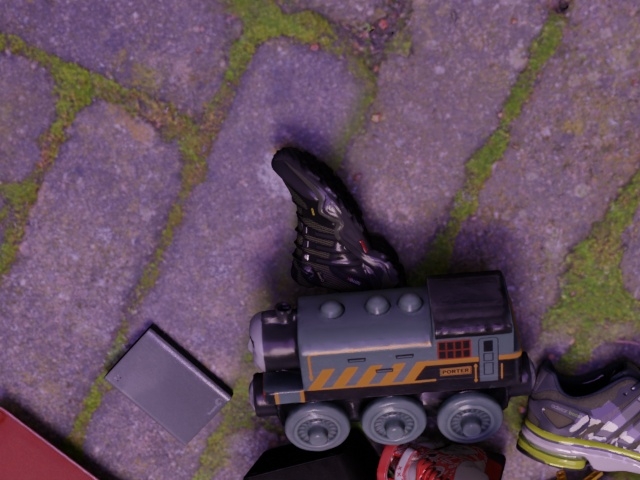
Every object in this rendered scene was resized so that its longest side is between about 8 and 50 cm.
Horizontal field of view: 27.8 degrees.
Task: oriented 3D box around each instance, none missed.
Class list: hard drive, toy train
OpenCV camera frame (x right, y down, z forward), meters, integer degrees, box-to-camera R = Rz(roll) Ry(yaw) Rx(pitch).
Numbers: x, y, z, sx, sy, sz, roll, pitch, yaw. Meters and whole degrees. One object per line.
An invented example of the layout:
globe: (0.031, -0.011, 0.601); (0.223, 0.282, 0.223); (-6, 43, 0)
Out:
hard drive: (-0.188, 0.181, 1.608); (0.135, 0.022, 0.094); (41, 108, -8)
toy train: (0.079, 0.133, 1.475); (0.333, 0.142, 0.190); (-4, 128, 3)

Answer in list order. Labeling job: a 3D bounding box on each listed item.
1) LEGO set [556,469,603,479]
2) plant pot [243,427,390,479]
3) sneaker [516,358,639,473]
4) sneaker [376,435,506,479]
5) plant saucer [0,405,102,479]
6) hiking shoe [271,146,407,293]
LEGO set: (0.315, 0.356, 1.550); (0.287, 0.132, 0.107); (-13, 114, 34)
plant pot: (-0.001, 0.333, 1.563); (0.188, 0.187, 0.167); (-17, 93, 12)
sneaker: (0.382, 0.206, 1.508); (0.299, 0.111, 0.121); (2, 105, 4)
sneaker: (0.130, 0.286, 1.480); (0.145, 0.270, 0.090); (12, 96, 10)
plant saucer: (-0.382, 0.366, 1.681); (0.259, 0.048, 0.258); (38, 108, -7)
hiking shoe: (0.000, 0.000, 1.491); (0.114, 0.086, 0.227); (-35, 102, 13)
